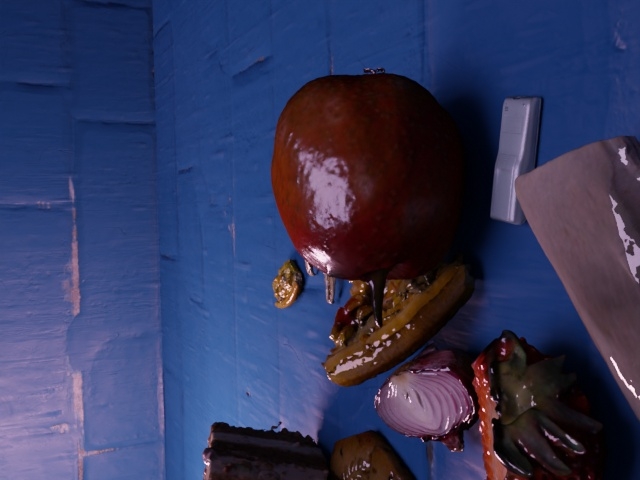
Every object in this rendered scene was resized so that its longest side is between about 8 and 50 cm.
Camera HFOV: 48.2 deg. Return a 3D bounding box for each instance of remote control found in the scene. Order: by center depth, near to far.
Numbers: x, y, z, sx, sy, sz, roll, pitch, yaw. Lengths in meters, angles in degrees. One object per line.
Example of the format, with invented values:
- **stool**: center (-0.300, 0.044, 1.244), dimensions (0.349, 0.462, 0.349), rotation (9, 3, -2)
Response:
- **remote control**: center (0.248, -0.104, 0.923), dimensions (0.061, 0.029, 0.162), rotation (21, 111, 62)

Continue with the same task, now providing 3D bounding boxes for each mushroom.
- **mushroom**: center (0.318, 0.061, 0.664), dimensions (0.154, 0.137, 0.407), rotation (-49, 50, 41)

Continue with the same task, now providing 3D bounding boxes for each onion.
- **onion**: center (0.174, 0.220, 1.035), dimensions (0.151, 0.098, 0.206), rotation (51, 140, -7)

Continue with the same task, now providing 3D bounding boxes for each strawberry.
- **strawberry**: center (0.260, 0.263, 0.853), dimensions (0.233, 0.137, 0.306), rotation (-92, -9, -48)

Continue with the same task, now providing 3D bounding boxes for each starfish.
- **starfish**: center (-0.003, 0.000, 1.456), dimensions (0.138, 0.050, 0.247), rotation (-167, 79, -66)

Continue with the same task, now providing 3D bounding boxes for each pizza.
- **pizza**: center (0.123, 0.072, 1.091), dimensions (0.251, 0.074, 0.288), rotation (-26, 34, 33)
- **pizza**: center (-0.080, 0.102, 1.645), dimensions (0.160, 0.035, 0.099), rotation (135, 128, -58)

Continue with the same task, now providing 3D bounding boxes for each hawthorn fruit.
- **hawthorn fruit**: center (0.068, -0.055, 1.011), dimensions (0.285, 0.284, 0.369), rotation (134, 134, -58)

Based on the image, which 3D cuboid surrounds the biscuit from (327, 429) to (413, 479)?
- **biscuit**: center (0.094, 0.522, 1.297), dimensions (0.359, 0.046, 0.359), rotation (179, 90, -65)

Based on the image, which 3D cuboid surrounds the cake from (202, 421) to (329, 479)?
- **cake**: center (-0.129, 0.544, 1.447), dimensions (0.290, 0.255, 0.282), rotation (-102, 21, -83)
